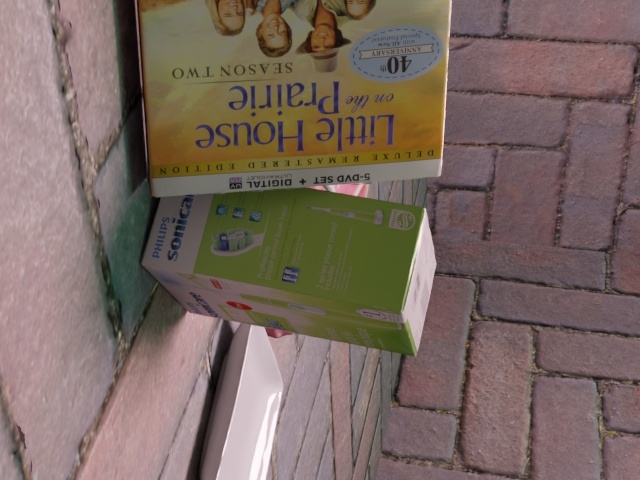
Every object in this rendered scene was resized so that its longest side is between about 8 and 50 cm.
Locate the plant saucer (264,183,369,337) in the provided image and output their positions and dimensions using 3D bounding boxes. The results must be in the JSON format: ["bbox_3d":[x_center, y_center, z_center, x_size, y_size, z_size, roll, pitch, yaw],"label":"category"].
[{"bbox_3d":[0.000,0.000,1.787,0.332,0.084,0.332,18,90,-83],"label":"plant saucer"}]

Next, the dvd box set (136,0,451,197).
[{"bbox_3d":[-0.026,-0.250,1.099,0.062,0.308,0.420,-111,-160,-61],"label":"dvd box set"}]

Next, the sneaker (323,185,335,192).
[{"bbox_3d":[-0.047,-0.137,1.401,0.366,0.137,0.210,25,56,-74],"label":"sneaker"}]

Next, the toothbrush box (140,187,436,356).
[{"bbox_3d":[-0.025,0.026,1.273,0.206,0.283,0.122,67,36,-71],"label":"toothbrush box"}]

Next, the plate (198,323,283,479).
[{"bbox_3d":[-0.113,0.273,1.610,0.278,0.045,0.277,78,21,-60],"label":"plate"}]
